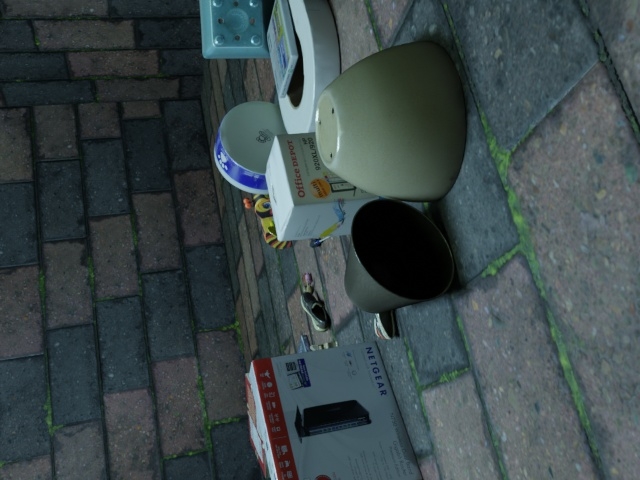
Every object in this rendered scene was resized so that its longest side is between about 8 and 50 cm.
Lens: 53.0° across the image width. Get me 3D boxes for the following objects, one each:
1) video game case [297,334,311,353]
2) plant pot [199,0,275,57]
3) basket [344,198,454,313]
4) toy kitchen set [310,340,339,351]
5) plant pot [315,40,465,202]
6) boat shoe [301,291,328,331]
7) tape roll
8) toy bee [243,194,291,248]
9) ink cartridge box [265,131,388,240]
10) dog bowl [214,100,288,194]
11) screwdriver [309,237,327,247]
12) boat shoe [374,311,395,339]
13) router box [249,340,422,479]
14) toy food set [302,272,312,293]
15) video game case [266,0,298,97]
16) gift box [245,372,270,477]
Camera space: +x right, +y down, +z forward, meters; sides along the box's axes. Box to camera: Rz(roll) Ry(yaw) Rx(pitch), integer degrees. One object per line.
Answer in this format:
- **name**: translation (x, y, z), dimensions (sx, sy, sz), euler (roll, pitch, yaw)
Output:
- **video game case**: translation (-0.032, 0.478, 2.111), dimensions (0.196, 0.026, 0.274), euler (101, 157, -45)
- **plant pot**: translation (-0.244, -0.660, 1.915), dimensions (0.252, 0.248, 0.247), euler (-105, 14, -69)
- **basket**: translation (0.126, 0.052, 1.200), dimensions (0.204, 0.154, 0.227), euler (46, 161, 9)
- **toy kitchen set**: translation (0.012, 0.330, 1.828), dimensions (0.083, 0.068, 0.075), euler (133, 129, -69)
- **plant pot**: translation (0.099, -0.201, 1.123), dimensions (0.284, 0.191, 0.284), euler (174, 90, -74)
- **boat shoe**: translation (-0.012, 0.202, 1.900), dimensions (0.152, 0.056, 0.049), euler (56, 145, 39)
- **tape roll**: translation (-0.041, -0.455, 1.704), dimensions (0.392, 0.072, 0.392), euler (174, 90, -73)
- **toy bee**: translation (-0.175, -0.105, 2.134), dimensions (0.195, 0.162, 0.298), euler (-137, 43, -68)
- **ink cartridge box**: translation (0.019, -0.117, 1.346), dimensions (0.168, 0.233, 0.171), euler (116, 144, -62)
- **dog bowl**: translation (-0.173, -0.273, 1.876), dimensions (0.104, 0.265, 0.265), euler (119, 141, -59)
- **screwdriver**: translation (0.000, 0.000, 1.823), dimensions (0.170, 0.025, 0.024), euler (149, 114, -73)
- **boat shoe**: translation (0.134, 0.146, 1.386), dimensions (0.043, 0.049, 0.137), euler (176, 86, -70)
- **router box**: translation (0.023, 0.405, 1.413), dimensions (0.082, 0.301, 0.335), euler (105, 153, -52)
- **toy food set**: translation (-0.040, 0.136, 2.024), dimensions (0.122, 0.019, 0.078), euler (-140, 45, -77)
- **video game case**: translation (-0.104, -0.525, 1.726), dimensions (0.193, 0.023, 0.212), euler (123, 139, -65)
- **gift box**: translation (-0.053, 0.502, 1.780), dimensions (0.276, 0.258, 0.255), euler (-141, 47, -66)
